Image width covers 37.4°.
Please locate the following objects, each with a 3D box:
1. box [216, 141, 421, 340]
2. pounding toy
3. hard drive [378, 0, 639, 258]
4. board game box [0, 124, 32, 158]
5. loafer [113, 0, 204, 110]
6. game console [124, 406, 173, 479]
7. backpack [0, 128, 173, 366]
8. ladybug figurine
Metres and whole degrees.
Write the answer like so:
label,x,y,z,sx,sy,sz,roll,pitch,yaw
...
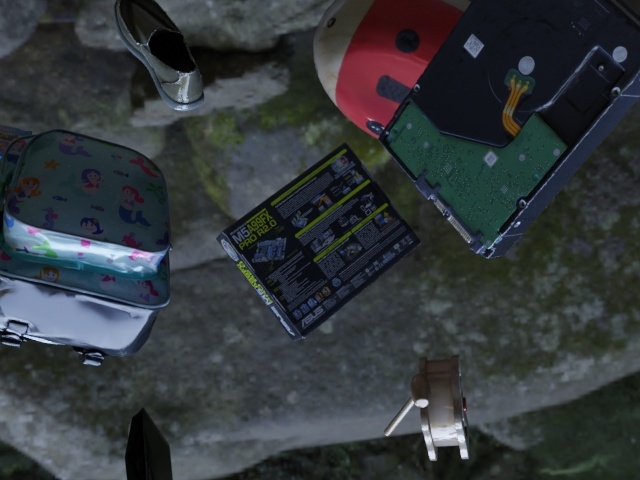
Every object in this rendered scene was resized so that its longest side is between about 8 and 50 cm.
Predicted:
label,x,y,z,sx,sy,sz,roll,pitch,yaw
box,0.000,0.000,1.560,0.270,0.216,0.060,-38,-179,-20
pounding toy,0.202,0.313,1.830,0.154,0.154,0.270,-5,138,11
hard drive,0.240,-0.175,1.174,0.064,0.237,0.339,-5,139,-47
board game box,-0.622,-0.173,1.763,0.160,0.047,0.210,11,-161,-20
loafer,-0.260,-0.331,1.563,0.094,0.251,0.087,-24,157,-29
game console,-0.246,0.465,1.617,0.043,0.213,0.361,-19,131,2
backpack,-0.281,-0.015,1.096,0.225,0.254,0.191,15,125,-21
ladybug figurine,0.181,-0.282,1.677,0.449,0.305,0.162,23,-145,11
